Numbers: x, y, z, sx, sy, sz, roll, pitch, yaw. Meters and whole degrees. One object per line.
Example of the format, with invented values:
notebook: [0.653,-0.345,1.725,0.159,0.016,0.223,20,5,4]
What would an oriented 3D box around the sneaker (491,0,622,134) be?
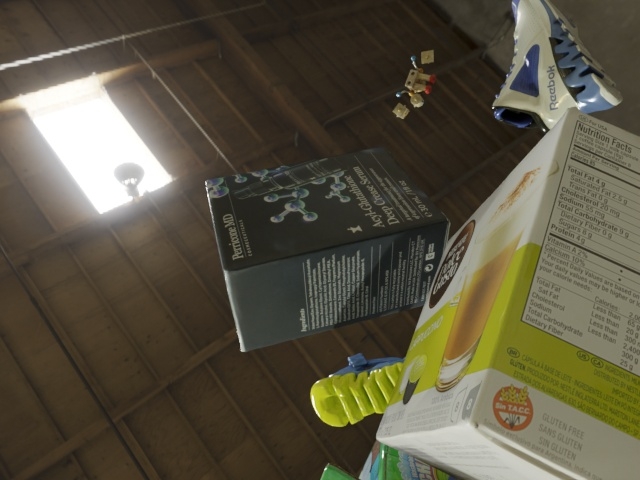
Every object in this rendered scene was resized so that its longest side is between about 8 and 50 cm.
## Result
sneaker: [0.394,-0.318,0.902,0.127,0.182,0.316,16,-129,-35]

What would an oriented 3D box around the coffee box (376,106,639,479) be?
coffee box: [0.304,0.132,0.541,0.338,0.338,0.334,25,-114,4]

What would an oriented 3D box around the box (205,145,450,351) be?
box: [0.000,0.000,0.955,0.395,0.212,0.293,-13,-140,-11]

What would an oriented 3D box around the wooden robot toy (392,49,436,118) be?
wooden robot toy: [0.249,-0.385,1.216,0.076,0.173,0.079,26,-167,22]

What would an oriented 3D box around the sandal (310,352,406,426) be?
sandal: [0.138,0.259,0.898,0.138,0.317,0.126,-35,-70,-57]

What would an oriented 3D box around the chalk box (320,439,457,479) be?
chalk box: [0.131,0.397,0.658,0.288,0.180,0.179,18,-158,1]
